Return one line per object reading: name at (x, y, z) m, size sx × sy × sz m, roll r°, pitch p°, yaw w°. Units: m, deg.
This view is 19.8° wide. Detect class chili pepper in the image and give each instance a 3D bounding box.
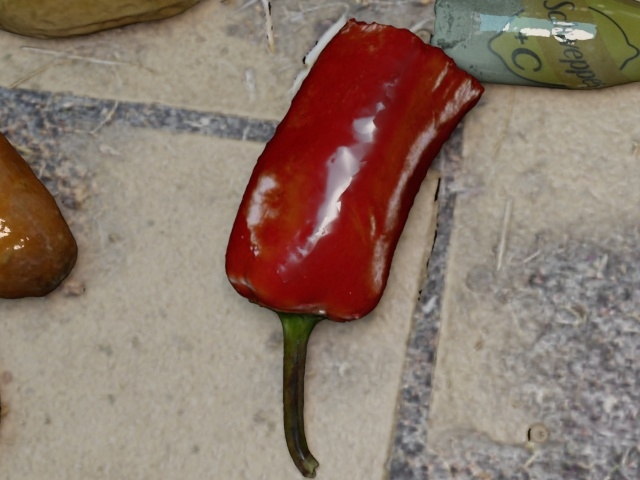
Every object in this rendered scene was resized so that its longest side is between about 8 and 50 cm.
chili pepper at (-0.005, -0.002, 1.412) m, size 0.134 × 0.131 × 0.338 m, roll 23°, pitch 84°, yaw 25°

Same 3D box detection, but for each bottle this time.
bottle at (0.223, -0.157, 1.426) m, size 0.269 × 0.083 × 0.083 m, roll 5°, pitch 78°, yaw 13°

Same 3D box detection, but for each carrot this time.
carrot at (-0.301, -0.028, 1.475) m, size 0.225 × 0.159 × 0.159 m, roll 36°, pitch 86°, yaw 9°

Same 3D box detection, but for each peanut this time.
peanut at (-0.189, -0.225, 1.524) m, size 0.226 × 0.095 × 0.108 m, roll -12°, pitch 59°, yaw 12°
